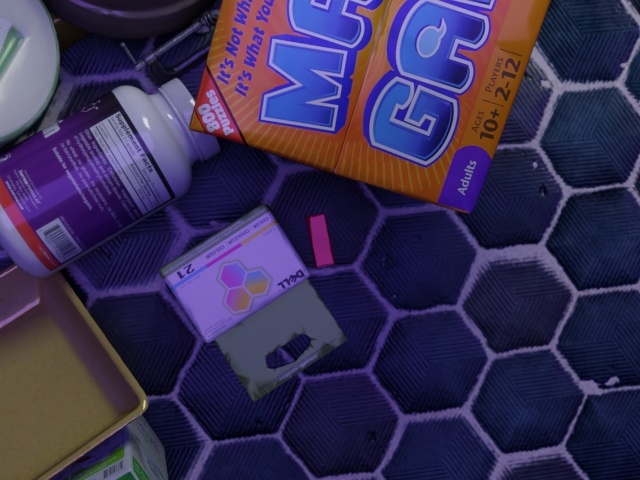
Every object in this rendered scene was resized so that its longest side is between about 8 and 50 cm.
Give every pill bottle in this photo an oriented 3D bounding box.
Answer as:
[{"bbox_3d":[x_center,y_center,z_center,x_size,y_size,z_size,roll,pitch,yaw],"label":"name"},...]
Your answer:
[{"bbox_3d":[-0.312,-0.098,1.188,0.323,0.181,0.181,-32,95,-9],"label":"pill bottle"}]

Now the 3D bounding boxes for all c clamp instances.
[{"bbox_3d":[-0.204,-0.284,1.227,0.160,0.137,0.022,-34,71,-10],"label":"c clamp"}]

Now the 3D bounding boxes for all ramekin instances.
[{"bbox_3d":[-0.499,-0.246,1.110,0.303,0.148,0.303,2,87,-38],"label":"ramekin"}]

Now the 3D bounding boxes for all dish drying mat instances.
[{"bbox_3d":[0.000,0.000,1.317,0.032,0.008,0.083,-12,94,-5],"label":"dish drying mat"}]

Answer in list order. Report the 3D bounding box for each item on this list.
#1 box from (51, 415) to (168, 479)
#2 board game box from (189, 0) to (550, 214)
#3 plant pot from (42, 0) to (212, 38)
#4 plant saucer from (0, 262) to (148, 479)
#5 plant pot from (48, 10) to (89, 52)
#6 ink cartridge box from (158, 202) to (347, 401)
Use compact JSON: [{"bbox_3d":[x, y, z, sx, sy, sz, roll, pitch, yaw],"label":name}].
[{"bbox_3d":[-0.353,0.366,1.167,0.262,0.231,0.127,-30,111,-5],"label":"box"},{"bbox_3d":[0.060,-0.286,1.105,0.356,0.356,0.357,16,104,-7],"label":"board game box"},{"bbox_3d":[-0.255,-0.474,1.101,0.323,0.280,0.323,4,76,-17],"label":"plant pot"},{"bbox_3d":[-0.445,0.222,1.158,0.332,0.081,0.333,-34,59,-16],"label":"plant saucer"},{"bbox_3d":[-0.384,-0.336,1.227,0.081,0.083,0.081,-37,96,-4],"label":"plant pot"},{"bbox_3d":[-0.093,0.098,1.265,0.189,0.097,0.255,-33,94,-4],"label":"ink cartridge box"}]
